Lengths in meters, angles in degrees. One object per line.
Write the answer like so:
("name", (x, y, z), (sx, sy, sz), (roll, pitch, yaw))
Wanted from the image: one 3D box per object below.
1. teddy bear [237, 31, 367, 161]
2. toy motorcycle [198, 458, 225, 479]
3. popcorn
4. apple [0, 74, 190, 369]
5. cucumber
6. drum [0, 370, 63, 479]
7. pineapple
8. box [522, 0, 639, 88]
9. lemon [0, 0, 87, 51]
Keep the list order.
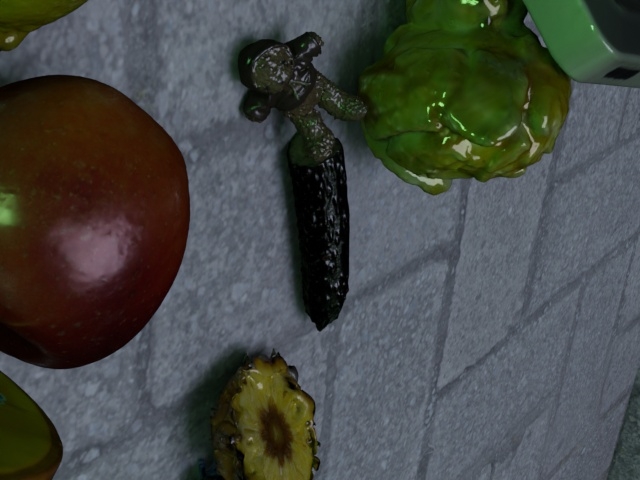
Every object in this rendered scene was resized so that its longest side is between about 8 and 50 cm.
("teddy bear", (-0.029, -0.170, 1.011), (0.119, 0.078, 0.160), (-46, 131, 9))
("toy motorcycle", (-0.110, 0.345, 1.219), (0.114, 0.076, 0.205), (-64, 146, -21))
("popcorn", (0.182, -0.194, 1.128), (0.276, 0.276, 0.225), (-52, -178, -21))
("apple", (-0.211, -0.014, 0.714), (0.201, 0.218, 0.218), (-55, 146, -29))
("cucumber", (0.002, -0.001, 1.162), (0.072, 0.072, 0.300), (-39, 140, -35))
("drum", (-0.345, 0.101, 0.406), (0.214, 0.431, 0.431), (-63, 147, -6))
("pineapple", (-0.074, 0.246, 1.147), (0.225, 0.076, 0.225), (37, 46, -50))
("box", (0.332, -0.375, 1.177), (0.367, 0.090, 0.373), (-10, 74, -53))
("lemon", (-0.207, -0.244, 0.607), (0.184, 0.184, 0.249), (-22, 138, -47))
